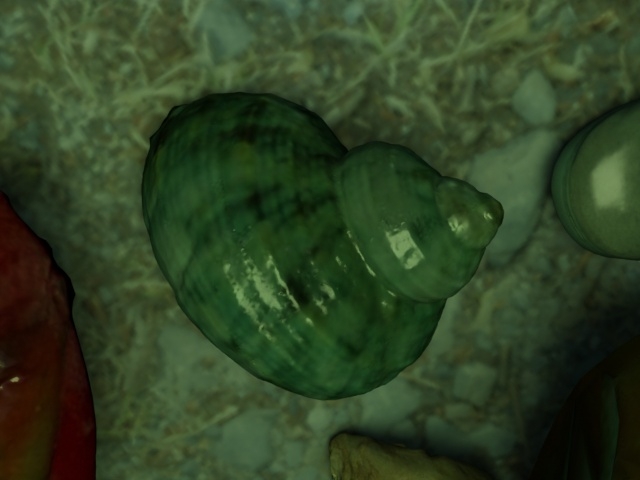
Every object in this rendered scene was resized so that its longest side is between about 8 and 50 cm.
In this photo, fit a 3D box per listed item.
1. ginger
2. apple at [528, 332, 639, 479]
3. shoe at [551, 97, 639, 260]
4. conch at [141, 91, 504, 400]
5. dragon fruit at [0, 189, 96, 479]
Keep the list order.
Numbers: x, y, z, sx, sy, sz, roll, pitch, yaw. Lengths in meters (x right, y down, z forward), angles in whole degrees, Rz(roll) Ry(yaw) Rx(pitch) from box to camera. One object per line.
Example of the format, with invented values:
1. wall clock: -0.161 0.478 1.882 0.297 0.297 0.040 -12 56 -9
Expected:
1. ginger: 0.123 0.214 0.669 0.288 0.075 0.089 37 57 -11
2. apple: 0.273 0.212 0.537 0.374 0.374 0.384 12 92 -8
3. shoe: 0.262 -0.052 0.598 0.251 0.100 0.103 -21 106 -2
4. conch: -0.003 0.000 0.578 0.188 0.122 0.176 -3 81 -8
5. dragon fruit: -0.249 0.150 0.525 0.343 0.100 0.282 -33 94 9
